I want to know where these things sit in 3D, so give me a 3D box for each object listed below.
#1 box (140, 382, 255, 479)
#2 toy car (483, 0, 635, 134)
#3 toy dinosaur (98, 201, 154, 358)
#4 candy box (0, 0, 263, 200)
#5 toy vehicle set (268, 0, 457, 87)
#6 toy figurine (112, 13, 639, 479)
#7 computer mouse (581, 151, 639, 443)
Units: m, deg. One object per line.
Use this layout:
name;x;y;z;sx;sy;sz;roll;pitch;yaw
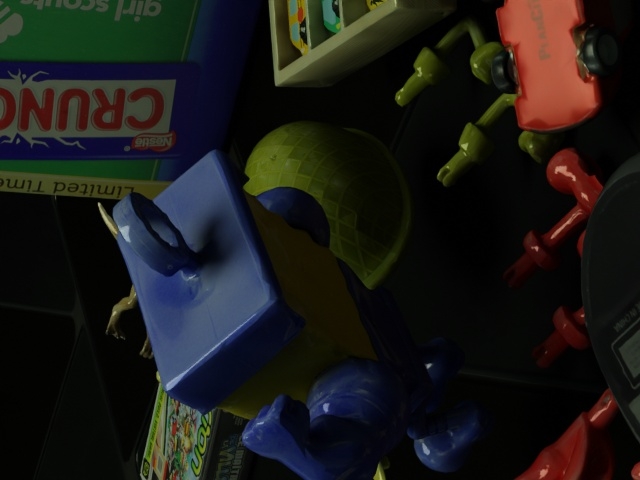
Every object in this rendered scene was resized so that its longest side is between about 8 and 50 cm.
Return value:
box;-0.078;0.115;1.307;0.114;0.036;0.207;-124;41;-52
toy car;0.109;-0.198;0.836;0.239;0.053;0.225;55;131;22
toy dinosaur;-0.123;0.035;1.416;0.183;0.053;0.093;29;101;55
candy box;-0.179;-0.185;1.257;0.122;0.268;0.317;-111;31;-47
toy vehicle set;0.012;-0.231;1.021;0.166;0.035;0.267;155;112;-65
toy figurine;0.000;0.000;0.833;0.191;0.217;0.362;-45;40;22
computer mouse;0.184;0.087;0.681;0.188;0.072;0.272;-48;59;54
